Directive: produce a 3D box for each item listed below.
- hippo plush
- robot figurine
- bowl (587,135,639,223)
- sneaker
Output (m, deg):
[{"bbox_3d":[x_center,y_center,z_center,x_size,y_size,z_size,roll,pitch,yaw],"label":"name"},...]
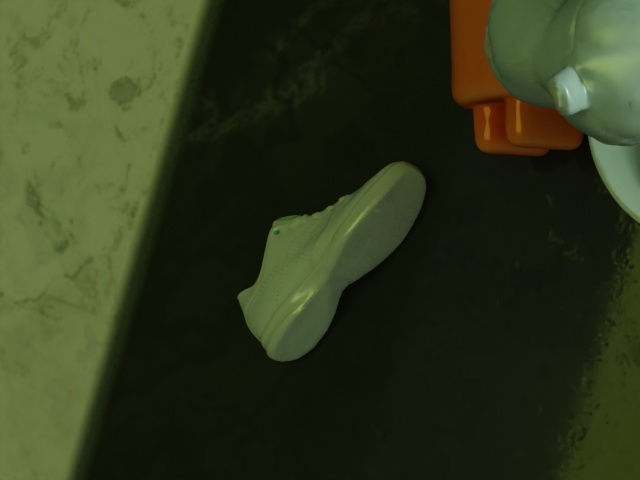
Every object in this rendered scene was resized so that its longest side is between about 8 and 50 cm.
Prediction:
[{"bbox_3d":[0.245,-0.183,1.226,0.294,0.234,0.237,25,105,49],"label":"hippo plush"},{"bbox_3d":[0.169,-0.181,1.406,0.128,0.158,0.219,-2,85,8],"label":"robot figurine"},{"bbox_3d":[0.358,-0.097,1.281,0.298,0.134,0.298,-19,53,28],"label":"bowl"},{"bbox_3d":[0.000,0.000,1.506,0.212,0.080,0.094,-50,56,15],"label":"sneaker"}]
